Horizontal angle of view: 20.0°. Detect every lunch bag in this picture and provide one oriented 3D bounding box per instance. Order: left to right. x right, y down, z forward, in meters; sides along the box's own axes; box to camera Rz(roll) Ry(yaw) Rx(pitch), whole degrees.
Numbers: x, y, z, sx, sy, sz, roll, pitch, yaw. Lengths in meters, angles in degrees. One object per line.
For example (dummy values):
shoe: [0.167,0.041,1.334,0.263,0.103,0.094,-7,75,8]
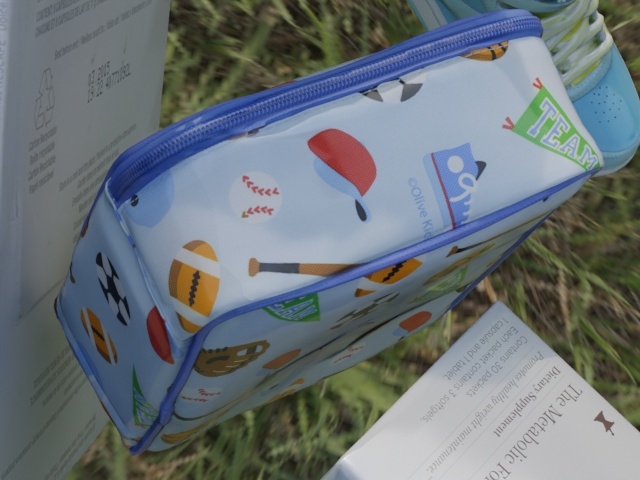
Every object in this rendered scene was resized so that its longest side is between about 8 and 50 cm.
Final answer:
lunch bag: [0.000,0.000,0.912,0.243,0.303,0.115,-23,81,-21]

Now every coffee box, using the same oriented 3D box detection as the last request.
coffee box: [-0.293,-0.043,1.063,0.334,0.337,0.338,8,106,7]

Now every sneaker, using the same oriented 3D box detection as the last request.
sneaker: [0.173,-0.170,1.349,0.127,0.208,0.319,-48,110,-16]

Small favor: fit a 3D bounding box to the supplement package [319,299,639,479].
supplement package: [0.108,0.176,0.830,0.244,0.139,0.134,43,139,6]
